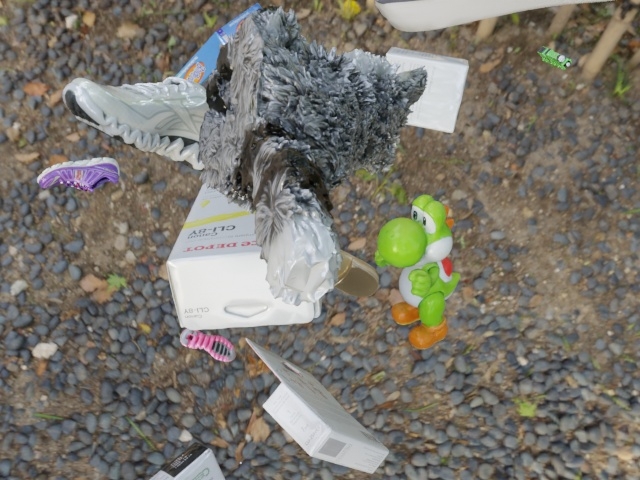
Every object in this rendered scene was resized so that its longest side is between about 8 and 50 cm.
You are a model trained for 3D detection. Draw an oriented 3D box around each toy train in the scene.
[{"bbox_3d":[0.348,-0.273,0.965,0.023,0.083,0.017,40,105,-21],"label":"toy train"}]

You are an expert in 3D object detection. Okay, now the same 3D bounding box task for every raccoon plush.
[{"bbox_3d":[0.028,-0.081,0.792,0.299,0.216,0.446,9,52,-29],"label":"raccoon plush"}]

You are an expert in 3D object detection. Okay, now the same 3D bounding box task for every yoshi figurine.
[{"bbox_3d":[0.204,0.072,1.488,0.203,0.362,0.203,9,35,20],"label":"yoshi figurine"}]

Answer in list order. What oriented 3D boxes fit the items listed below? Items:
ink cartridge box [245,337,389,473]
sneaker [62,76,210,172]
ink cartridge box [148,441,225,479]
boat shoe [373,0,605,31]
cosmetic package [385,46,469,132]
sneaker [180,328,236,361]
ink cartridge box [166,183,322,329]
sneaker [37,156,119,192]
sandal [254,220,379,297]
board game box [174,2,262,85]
[{"bbox_3d":[-0.019,0.332,1.278,0.261,0.296,0.066,38,87,36],"label":"ink cartridge box"},{"bbox_3d":[-0.225,-0.179,0.896,0.110,0.292,0.118,29,97,27],"label":"sneaker"},{"bbox_3d":[-0.220,0.580,1.212,0.176,0.069,0.371,-34,114,-37],"label":"ink cartridge box"},{"bbox_3d":[0.123,-0.174,0.297,0.267,0.088,0.096,5,61,43],"label":"boat shoe"},{"bbox_3d":[0.233,-0.350,1.491,0.183,0.151,0.151,12,113,6],"label":"cosmetic package"},{"bbox_3d":[-0.227,0.217,1.325,0.119,0.057,0.047,22,67,6],"label":"sneaker"},{"bbox_3d":[-0.135,0.006,1.366,0.279,0.160,0.385,-5,28,4],"label":"ink cartridge box"},{"bbox_3d":[-0.519,-0.134,1.394,0.170,0.068,0.071,-11,85,-11],"label":"sneaker"},{"bbox_3d":[-0.004,0.004,1.068,0.240,0.088,0.079,34,33,-18],"label":"sandal"},{"bbox_3d":[-0.202,-0.349,1.242,0.047,0.210,0.160,48,44,-13],"label":"board game box"}]
